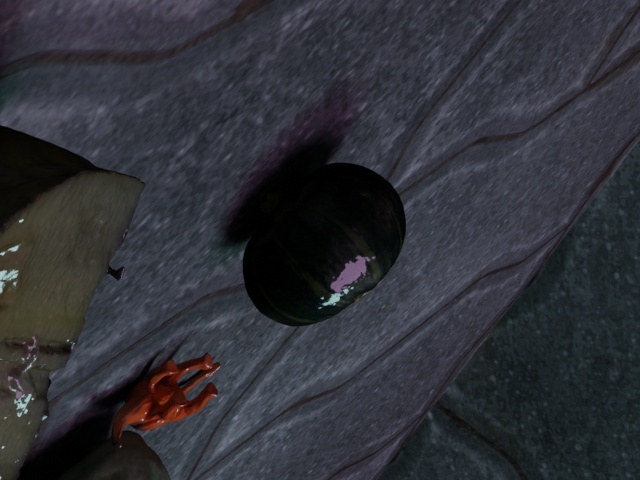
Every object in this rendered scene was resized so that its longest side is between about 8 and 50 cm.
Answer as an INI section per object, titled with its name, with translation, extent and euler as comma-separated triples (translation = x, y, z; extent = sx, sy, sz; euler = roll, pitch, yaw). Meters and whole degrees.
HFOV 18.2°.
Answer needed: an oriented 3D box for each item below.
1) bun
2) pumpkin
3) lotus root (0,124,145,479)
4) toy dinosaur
[bun]
translation = -0.235, 0.284, 1.912
extent = 0.221, 0.108, 0.221
euler = -38, 172, -6
[pumpkin]
translation = 0.003, 0.002, 1.802
extent = 0.167, 0.125, 0.167
euler = -27, -178, 1
[lotus root]
translation = -0.239, 0.054, 1.098
extent = 0.267, 0.149, 0.260
euler = -67, 168, 1
[toy dinosaur]
translation = -0.145, 0.150, 1.952
extent = 0.101, 0.055, 0.279
euler = -32, 174, 26
